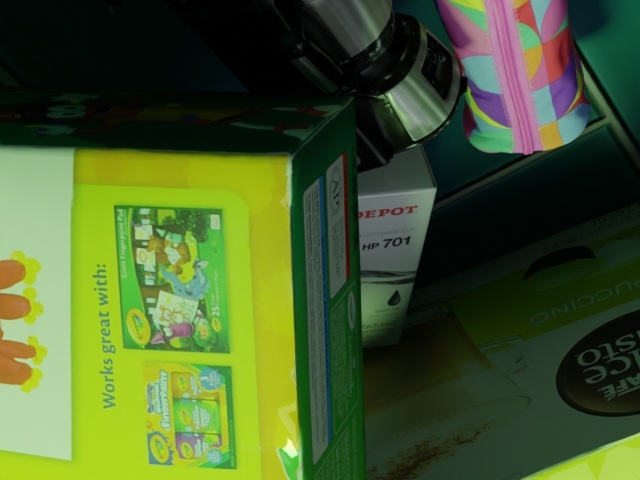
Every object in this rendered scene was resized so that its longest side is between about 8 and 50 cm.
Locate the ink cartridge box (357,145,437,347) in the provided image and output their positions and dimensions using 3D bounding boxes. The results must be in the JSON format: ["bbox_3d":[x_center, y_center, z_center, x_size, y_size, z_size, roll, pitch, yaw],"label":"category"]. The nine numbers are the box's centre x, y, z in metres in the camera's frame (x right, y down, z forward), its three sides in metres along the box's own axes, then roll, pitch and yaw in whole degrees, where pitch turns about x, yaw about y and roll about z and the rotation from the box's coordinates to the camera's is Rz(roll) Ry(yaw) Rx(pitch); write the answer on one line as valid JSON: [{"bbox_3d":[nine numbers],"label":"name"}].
[{"bbox_3d":[0.000,0.000,1.487,0.139,0.082,0.191,-6,143,-13],"label":"ink cartridge box"}]

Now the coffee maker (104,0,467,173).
[{"bbox_3d":[-0.016,-0.136,1.279,0.171,0.120,0.178,9,148,41],"label":"coffee maker"}]

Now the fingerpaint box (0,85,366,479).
[{"bbox_3d":[-0.164,0.131,1.250,0.371,0.163,0.445,2,107,15],"label":"fingerpaint box"}]

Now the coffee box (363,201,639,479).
[{"bbox_3d":[0.220,0.218,1.540,0.337,0.334,0.338,-23,114,7],"label":"coffee box"}]

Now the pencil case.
[{"bbox_3d":[0.124,-0.154,1.327,0.104,0.104,0.236,-20,143,4],"label":"pencil case"}]
